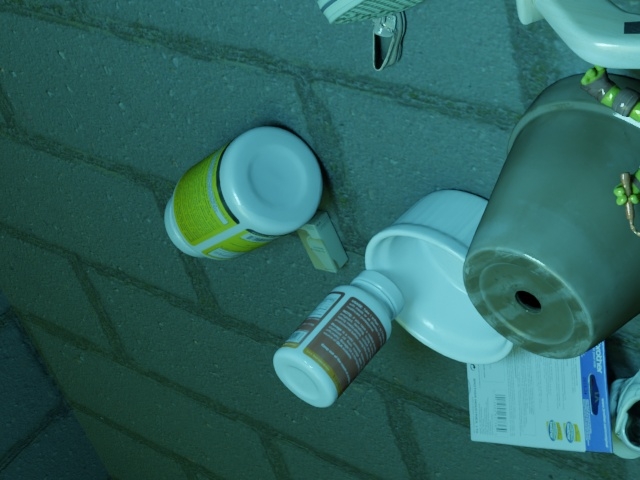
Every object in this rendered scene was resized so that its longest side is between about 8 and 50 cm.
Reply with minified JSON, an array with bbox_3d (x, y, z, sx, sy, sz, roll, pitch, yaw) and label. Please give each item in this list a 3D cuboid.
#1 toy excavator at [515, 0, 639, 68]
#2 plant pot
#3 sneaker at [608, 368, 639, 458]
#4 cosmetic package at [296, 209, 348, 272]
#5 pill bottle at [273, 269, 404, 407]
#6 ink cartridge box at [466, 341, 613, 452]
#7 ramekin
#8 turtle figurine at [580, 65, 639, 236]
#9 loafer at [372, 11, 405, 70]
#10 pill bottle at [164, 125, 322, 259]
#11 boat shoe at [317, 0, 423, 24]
[{"bbox_3d":[0.416,-0.196,1.295,0.445,0.433,0.222,0,136,13],"label":"toy excavator"},{"bbox_3d":[0.338,-0.007,1.614,0.323,0.280,0.323,29,147,21],"label":"plant pot"},{"bbox_3d":[0.483,0.273,1.924,0.114,0.152,0.305,32,150,15],"label":"sneaker"},{"bbox_3d":[0.000,0.000,2.271,0.060,0.041,0.115,10,136,44],"label":"cosmetic package"},{"bbox_3d":[0.034,0.150,1.970,0.121,0.216,0.121,31,149,22],"label":"pill bottle"},{"bbox_3d":[0.362,0.241,2.029,0.311,0.065,0.186,-6,87,55],"label":"ink cartridge box"},{"bbox_3d":[0.219,0.051,1.976,0.277,0.135,0.277,31,149,21],"label":"ramekin"},{"bbox_3d":[0.427,-0.152,1.470,0.269,0.087,0.217,-44,72,20],"label":"turtle figurine"},{"bbox_3d":[0.093,-0.294,1.782,0.045,0.039,0.125,29,148,25],"label":"loafer"},{"bbox_3d":[-0.150,-0.071,2.216,0.188,0.188,0.334,50,150,-11],"label":"pill bottle"},{"bbox_3d":[0.123,-0.385,1.462,0.500,0.186,0.156,167,91,-67],"label":"boat shoe"}]
